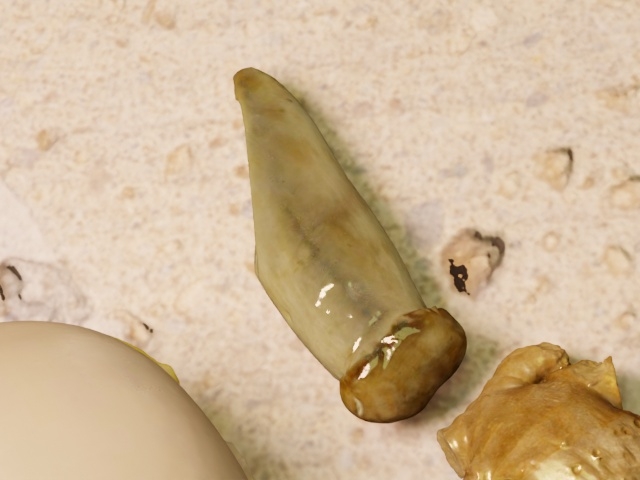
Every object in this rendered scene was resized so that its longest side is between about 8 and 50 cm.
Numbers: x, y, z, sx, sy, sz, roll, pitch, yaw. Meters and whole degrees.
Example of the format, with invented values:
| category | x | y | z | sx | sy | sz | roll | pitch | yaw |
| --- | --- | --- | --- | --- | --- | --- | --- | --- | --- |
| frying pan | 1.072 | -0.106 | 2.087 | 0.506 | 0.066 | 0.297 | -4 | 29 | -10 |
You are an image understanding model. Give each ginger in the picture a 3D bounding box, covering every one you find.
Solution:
| category | x | y | z | sx | sy | sz | roll | pitch | yaw |
| --- | --- | --- | --- | --- | --- | --- | --- | --- | --- |
| ginger | 0.186 | 0.163 | 1.378 | 0.216 | 0.102 | 0.157 | 32 | 50 | 31 |

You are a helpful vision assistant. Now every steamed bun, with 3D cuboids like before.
| category | x | y | z | sx | sy | sz | roll | pitch | yaw |
| --- | --- | --- | --- | --- | --- | --- | --- | --- | --- |
| steamed bun | -0.196 | 0.231 | 1.331 | 0.334 | 0.334 | 0.374 | -33 | 58 | -2 |

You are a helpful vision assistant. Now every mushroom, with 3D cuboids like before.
| category | x | y | z | sx | sy | sz | roll | pitch | yaw |
| --- | --- | --- | --- | --- | --- | --- | --- | --- | --- |
| mushroom | -0.003 | 0.002 | 1.519 | 0.107 | 0.087 | 0.333 | -31 | 57 | -5 |
